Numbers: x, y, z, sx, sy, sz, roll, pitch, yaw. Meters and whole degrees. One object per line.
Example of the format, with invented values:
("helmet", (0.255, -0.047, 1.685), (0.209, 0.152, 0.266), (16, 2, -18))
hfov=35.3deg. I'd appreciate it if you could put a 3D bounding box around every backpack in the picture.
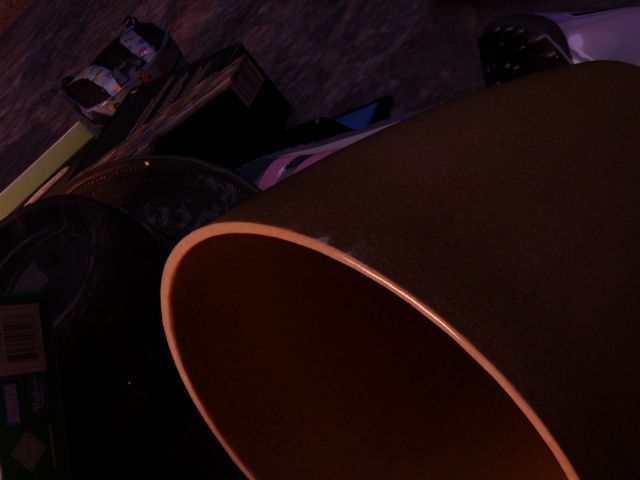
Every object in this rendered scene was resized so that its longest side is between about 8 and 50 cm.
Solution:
("backpack", (-0.233, -0.198, 1.283), (0.158, 0.117, 0.173), (-46, 28, -7))

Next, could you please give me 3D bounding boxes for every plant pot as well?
("plant pot", (0.095, 0.021, 0.501), (0.254, 0.237, 0.237), (-42, 24, -32))

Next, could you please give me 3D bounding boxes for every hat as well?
("hat", (-0.172, 0.072, 0.678), (0.331, 0.134, 0.331), (-9, 67, 23))

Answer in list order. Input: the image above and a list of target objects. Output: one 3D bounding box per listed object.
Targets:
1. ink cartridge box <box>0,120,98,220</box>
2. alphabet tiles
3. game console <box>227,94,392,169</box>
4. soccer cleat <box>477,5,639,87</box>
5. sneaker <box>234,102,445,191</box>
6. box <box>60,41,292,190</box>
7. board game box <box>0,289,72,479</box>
("ink cartridge box", (-0.328, -0.068, 1.190), (0.171, 0.056, 0.235), (-44, -1, -5))
("alphabet tiles", (-0.165, -0.087, 0.903), (0.237, 0.009, 0.198), (-35, 15, 13))
("game console", (-0.010, -0.103, 0.929), (0.122, 0.107, 0.071), (-19, 65, 38))
("soccer cleat", (0.218, -0.102, 0.631), (0.116, 0.108, 0.318), (-28, 23, -17))
("sneaker", (0.000, 0.000, 0.730), (0.319, 0.112, 0.131), (-21, 32, 36))
("box", (-0.165, -0.063, 1.031), (0.184, 0.103, 0.261), (-10, 42, 39))
("board game box", (-0.211, 0.203, 0.577), (0.214, 0.046, 0.317), (-15, 81, 40))
